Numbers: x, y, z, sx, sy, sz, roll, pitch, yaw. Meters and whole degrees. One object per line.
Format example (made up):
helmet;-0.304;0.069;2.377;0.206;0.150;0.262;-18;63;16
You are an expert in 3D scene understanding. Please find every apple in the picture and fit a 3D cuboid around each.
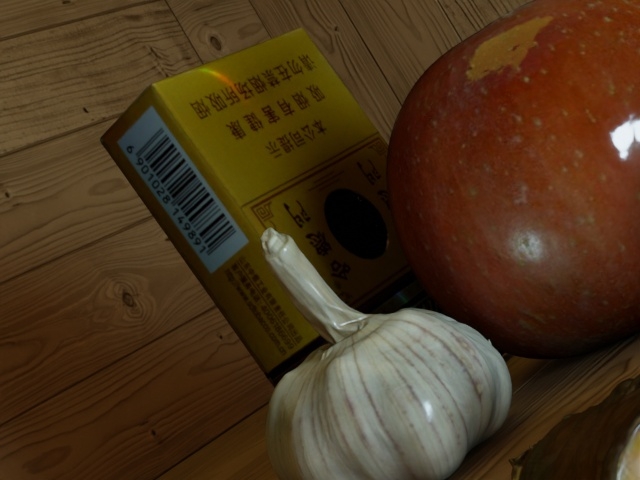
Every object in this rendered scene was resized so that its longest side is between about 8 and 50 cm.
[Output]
apple;0.222;-0.062;1.151;0.348;0.277;0.348;-31;-2;-1

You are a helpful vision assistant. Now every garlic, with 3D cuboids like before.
garlic;0.019;0.087;1.018;0.199;0.226;0.199;-33;3;2

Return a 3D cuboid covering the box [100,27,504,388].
box;0.000;0.001;1.382;0.116;0.415;0.264;-39;-6;39

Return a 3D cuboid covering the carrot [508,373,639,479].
carrot;0.112;0.099;0.476;0.102;0.102;0.263;-30;-8;-8
